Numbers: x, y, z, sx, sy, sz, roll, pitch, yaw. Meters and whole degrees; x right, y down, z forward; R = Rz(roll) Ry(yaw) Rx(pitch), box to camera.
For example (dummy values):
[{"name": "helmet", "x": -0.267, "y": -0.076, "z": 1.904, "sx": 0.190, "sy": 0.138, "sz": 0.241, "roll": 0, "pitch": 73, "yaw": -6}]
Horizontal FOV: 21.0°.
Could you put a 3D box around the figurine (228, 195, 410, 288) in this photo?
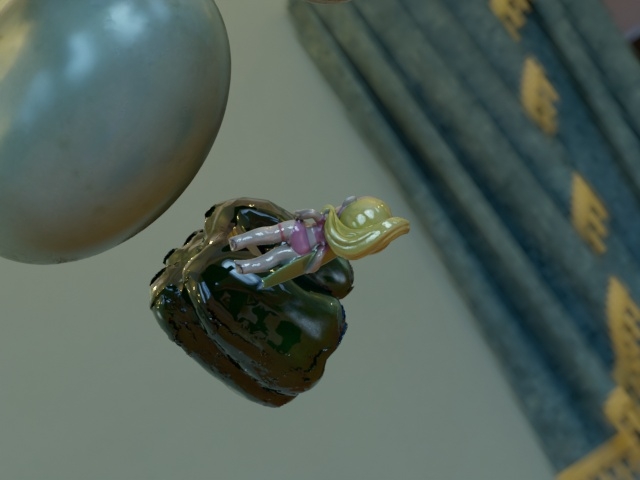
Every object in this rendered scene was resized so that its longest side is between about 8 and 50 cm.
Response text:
[{"name": "figurine", "x": 0.000, "y": 0.000, "z": 1.805, "sx": 0.187, "sy": 0.083, "sz": 0.083, "roll": -11, "pitch": -20, "yaw": -6}]

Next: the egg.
[{"name": "egg", "x": -0.256, "y": -0.139, "z": 1.871, "sx": 0.389, "sy": 0.276, "sz": 0.276, "roll": -46, "pitch": -19, "yaw": 22}]

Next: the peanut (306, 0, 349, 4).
[{"name": "peanut", "x": -0.063, "y": -0.398, "z": 2.275, "sx": 0.319, "sy": 0.147, "sz": 0.147, "roll": 8, "pitch": -38, "yaw": -31}]

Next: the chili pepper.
[{"name": "chili pepper", "x": -0.092, "y": 0.083, "z": 2.361, "sx": 0.233, "sy": 0.256, "sz": 0.248, "roll": -45, "pitch": 20, "yaw": 30}]
